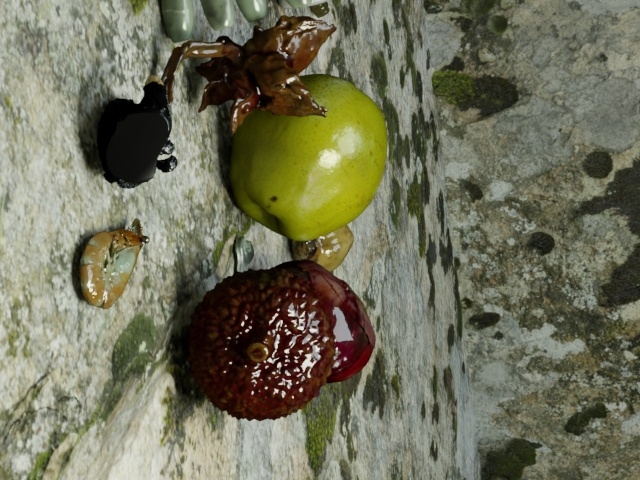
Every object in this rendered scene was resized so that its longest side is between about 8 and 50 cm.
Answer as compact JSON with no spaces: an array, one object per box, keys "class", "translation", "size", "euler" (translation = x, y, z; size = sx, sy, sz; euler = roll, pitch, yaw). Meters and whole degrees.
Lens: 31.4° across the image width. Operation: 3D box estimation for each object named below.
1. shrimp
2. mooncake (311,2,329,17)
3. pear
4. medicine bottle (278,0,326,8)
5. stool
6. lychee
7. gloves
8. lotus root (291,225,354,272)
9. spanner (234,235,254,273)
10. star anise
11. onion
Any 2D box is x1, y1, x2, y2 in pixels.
[{"class":"shrimp","translation":[-0.267,0.021,1.492],"size":[0.184,0.043,0.091],"euler":[-60,138,-60]},{"class":"mooncake","translation":[-0.037,-0.635,2.396],"size":[0.347,0.057,0.150],"euler":[73,7,-53]},{"class":"pear","translation":[-0.019,-0.150,1.942],"size":[0.294,0.294,0.294],"euler":[-4,90,-73]},{"class":"medicine bottle","translation":[-0.046,-0.557,2.245],"size":[0.103,0.103,0.186],"euler":[-52,134,-66]},{"class":"stool","translation":[-0.145,-0.417,1.702],"size":[0.195,0.195,0.198],"euler":[-23,105,-30]},{"class":"lychee","translation":[-0.090,0.155,1.733],"size":[0.271,0.236,0.236],"euler":[-152,-124,-81]},{"class":"gloves","translation":[-0.251,-0.148,1.534],"size":[0.180,0.106,0.129],"euler":[-131,-149,-69]},{"class":"lotus root","translation":[0.000,0.000,2.242],"size":[0.125,0.118,0.221],"euler":[51,24,-1]},{"class":"spanner","translation":[-0.142,0.132,1.916],"size":[0.071,0.017,0.302],"euler":[53,37,-61]},{"class":"star anise","translation":[-0.122,-0.253,1.766],"size":[0.346,0.237,0.148],"euler":[-24,144,-34]},{"class":"onion","translation":[-0.024,0.156,2.000],"size":[0.252,0.219,0.252],"euler":[44,-2,2]}]
